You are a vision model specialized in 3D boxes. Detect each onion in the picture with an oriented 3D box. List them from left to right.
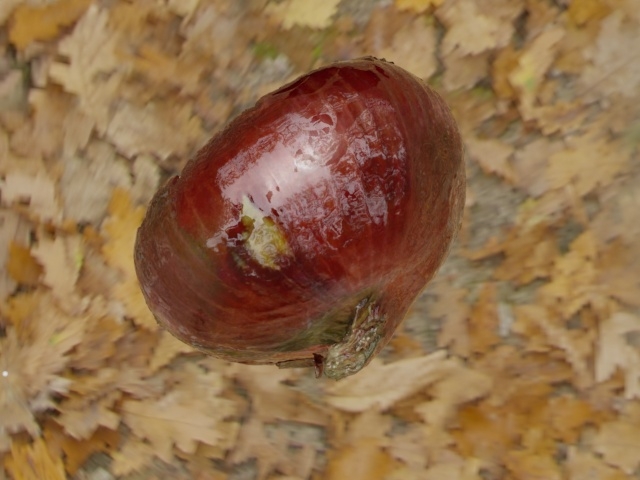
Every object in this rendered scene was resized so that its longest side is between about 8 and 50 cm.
[{"bbox_3d":[-0.003,-0.011,1.204,0.161,0.248,0.248,37,81,12],"label":"onion"}]
